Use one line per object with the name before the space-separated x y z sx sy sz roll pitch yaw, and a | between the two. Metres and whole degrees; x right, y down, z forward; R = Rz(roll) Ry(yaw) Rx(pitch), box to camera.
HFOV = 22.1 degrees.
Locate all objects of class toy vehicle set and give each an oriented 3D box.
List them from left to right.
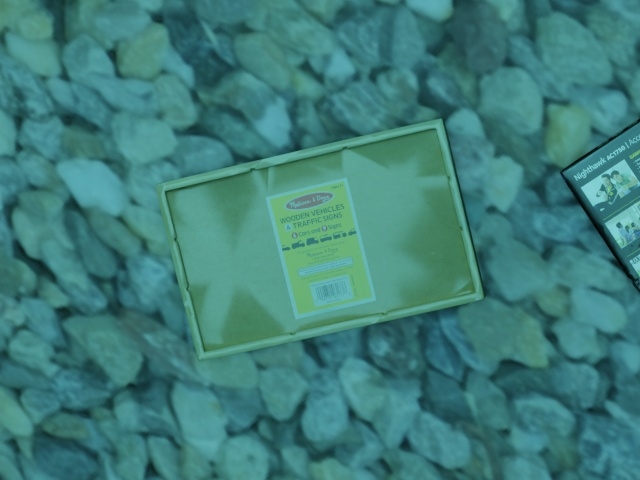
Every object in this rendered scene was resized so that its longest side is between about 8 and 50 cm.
toy vehicle set | 0.000 0.000 1.469 0.266 0.035 0.166 -12 92 7

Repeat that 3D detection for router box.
router box | 0.319 -0.054 1.424 0.179 0.046 0.133 -33 89 7
